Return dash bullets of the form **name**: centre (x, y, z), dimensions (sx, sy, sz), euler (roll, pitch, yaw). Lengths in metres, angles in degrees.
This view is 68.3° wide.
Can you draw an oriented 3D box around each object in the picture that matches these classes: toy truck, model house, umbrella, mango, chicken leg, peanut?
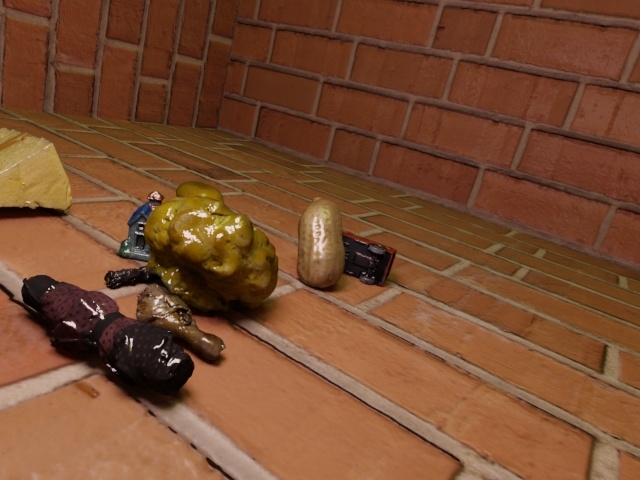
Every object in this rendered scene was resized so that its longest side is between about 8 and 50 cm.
- **toy truck**: centre (0.078, 0.031, 1.320), dimensions (0.253, 0.107, 0.114), euler (21, 17, 18)
- **model house**: centre (-0.377, -0.036, 1.090), dimensions (0.149, 0.148, 0.119), euler (9, 18, -9)
- **umbrella**: centre (-0.361, 0.068, 0.956), dimensions (0.040, 0.037, 0.144), euler (21, 20, 37)
- **mango**: centre (-0.400, -0.142, 1.527), dimensions (0.137, 0.091, 0.238), euler (8, 11, -40)
- **chicken leg**: centre (-0.238, 0.141, 0.790), dimensions (0.198, 0.068, 0.085), euler (30, -2, 25)
- **peanut**: centre (0.000, 0.000, 1.196), dimensions (0.122, 0.252, 0.137), euler (-5, -19, 7)
- **umbrella**: centre (-0.327, 0.129, 0.695), dimensions (0.326, 0.090, 0.094), euler (20, 21, 21)

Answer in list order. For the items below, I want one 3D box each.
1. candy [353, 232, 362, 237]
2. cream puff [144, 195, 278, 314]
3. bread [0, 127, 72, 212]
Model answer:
- **candy**: centre (0.105, 0.006, 1.568), dimensions (0.035, 0.035, 0.123), euler (-13, 12, 30)
- **cream puff**: centre (-0.221, 0.043, 0.922), dimensions (0.282, 0.185, 0.281), euler (22, -26, 12)
- **bread**: centre (-0.789, -0.131, 1.154), dimensions (0.264, 0.198, 0.236), euler (18, 42, 30)
